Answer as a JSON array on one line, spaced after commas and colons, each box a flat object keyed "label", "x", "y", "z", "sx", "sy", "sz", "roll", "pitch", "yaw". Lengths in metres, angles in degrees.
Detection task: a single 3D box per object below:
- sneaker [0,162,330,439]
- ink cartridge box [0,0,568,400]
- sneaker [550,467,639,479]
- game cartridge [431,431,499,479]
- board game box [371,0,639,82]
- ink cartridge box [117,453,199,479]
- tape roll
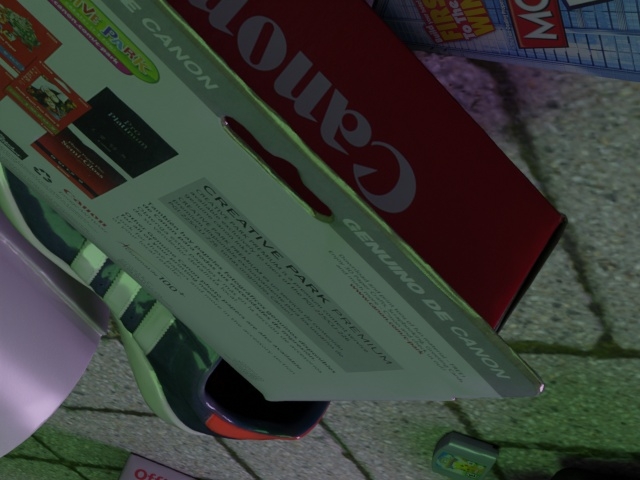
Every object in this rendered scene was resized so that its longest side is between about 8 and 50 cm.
[{"label": "sneaker", "x": -0.091, "y": 0.007, "z": 0.730, "sx": 0.148, "sy": 0.131, "sz": 0.350, "roll": 8, "pitch": 140, "yaw": 39}, {"label": "ink cartridge box", "x": -0.037, "y": -0.059, "z": 0.552, "sx": 0.309, "sy": 0.130, "sz": 0.272, "roll": 44, "pitch": 154, "yaw": -18}, {"label": "sneaker", "x": 0.309, "y": 0.230, "z": 0.931, "sx": 0.234, "sy": 0.078, "sz": 0.106, "roll": 21, "pitch": 116, "yaw": 37}, {"label": "game cartridge", "x": 0.137, "y": 0.213, "z": 1.054, "sx": 0.056, "sy": 0.017, "sz": 0.083, "roll": 21, "pitch": 148, "yaw": 7}, {"label": "board game box", "x": 0.098, "y": -0.149, "z": 0.493, "sx": 0.194, "sy": 0.060, "sz": 0.194, "roll": 2, "pitch": 143, "yaw": 26}, {"label": "ink cartridge box", "x": -0.218, "y": 0.423, "z": 1.368, "sx": 0.171, "sy": 0.232, "sz": 0.168, "roll": 23, "pitch": 146, "yaw": -3}, {"label": "tape roll", "x": -0.311, "y": 0.040, "z": 0.837, "sx": 0.246, "sy": 0.246, "sz": 0.169, "roll": -1, "pitch": 142, "yaw": 31}]
